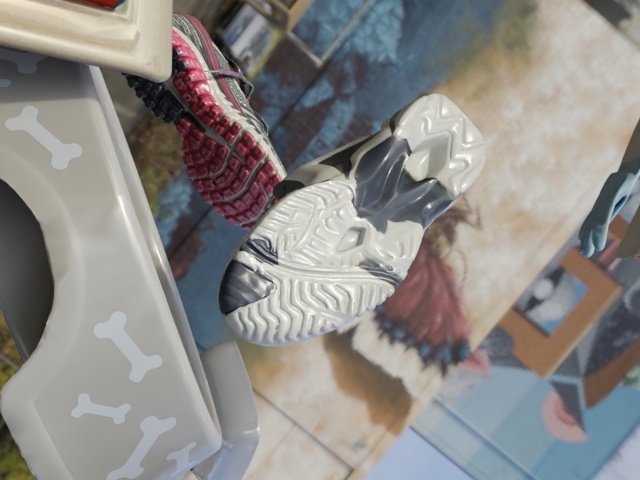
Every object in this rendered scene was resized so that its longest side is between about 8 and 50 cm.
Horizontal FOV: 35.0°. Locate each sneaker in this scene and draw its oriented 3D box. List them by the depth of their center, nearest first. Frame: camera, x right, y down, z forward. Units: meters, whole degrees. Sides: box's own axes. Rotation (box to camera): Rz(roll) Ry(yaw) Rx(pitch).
[{"bbox_3d":[0.000,0.000,0.708,0.235,0.094,0.153,-50,-172,-31],"label":"sneaker"},{"bbox_3d":[-0.114,-0.148,1.231,0.120,0.299,0.112,-28,-174,37],"label":"sneaker"}]

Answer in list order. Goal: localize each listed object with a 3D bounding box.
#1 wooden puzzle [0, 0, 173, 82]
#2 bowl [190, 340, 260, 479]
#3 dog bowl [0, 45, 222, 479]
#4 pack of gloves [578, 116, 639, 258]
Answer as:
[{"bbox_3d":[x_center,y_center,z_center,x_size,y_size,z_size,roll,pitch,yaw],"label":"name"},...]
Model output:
[{"bbox_3d":[-0.169,-0.209,0.512,0.044,0.238,0.221,-15,-109,48],"label":"wooden puzzle"},{"bbox_3d":[-0.122,0.202,1.154,0.142,0.053,0.142,-65,-143,43],"label":"bowl"},{"bbox_3d":[-0.160,0.011,0.684,0.102,0.349,0.349,-19,180,-6],"label":"dog bowl"},{"bbox_3d":[0.366,-0.089,1.172,0.232,0.046,0.195,-62,-170,-8],"label":"pack of gloves"}]
